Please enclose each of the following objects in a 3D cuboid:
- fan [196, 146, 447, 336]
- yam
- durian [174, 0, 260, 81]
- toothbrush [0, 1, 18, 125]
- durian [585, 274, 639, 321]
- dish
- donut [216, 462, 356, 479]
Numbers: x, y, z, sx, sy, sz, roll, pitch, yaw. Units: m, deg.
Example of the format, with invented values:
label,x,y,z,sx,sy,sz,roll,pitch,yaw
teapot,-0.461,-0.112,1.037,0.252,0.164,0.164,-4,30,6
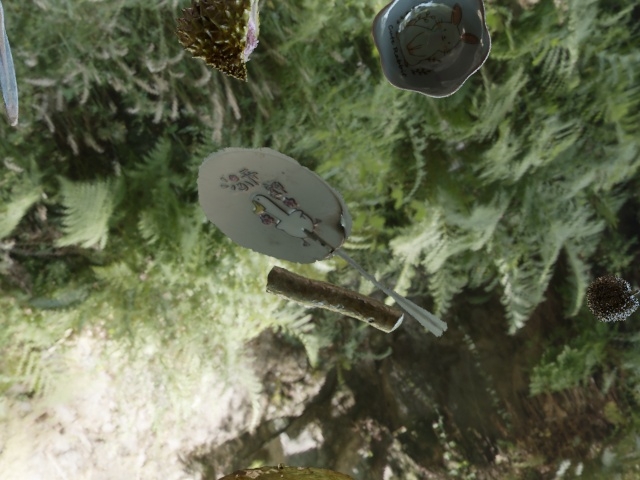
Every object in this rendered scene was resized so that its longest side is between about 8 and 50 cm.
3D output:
label,x,y,z,sx,sy,sz,roll,pitch,yaw
fan,0.000,0.001,0.923,0.233,0.415,0.012,-35,159,-47
yam,0.029,0.125,1.420,0.066,0.300,0.066,-162,-90,-87
durian,-0.146,-0.335,1.057,0.165,0.132,0.182,4,-131,39
toothbrush,-0.553,-0.384,1.143,0.028,0.374,0.037,-14,-161,-33
durian,0.479,0.093,1.095,0.091,0.080,0.080,-35,-176,47
dish,0.214,-0.397,1.306,0.230,0.229,0.081,-25,-164,16
donut,-0.030,0.314,0.519,0.278,0.277,0.108,-33,174,-17
